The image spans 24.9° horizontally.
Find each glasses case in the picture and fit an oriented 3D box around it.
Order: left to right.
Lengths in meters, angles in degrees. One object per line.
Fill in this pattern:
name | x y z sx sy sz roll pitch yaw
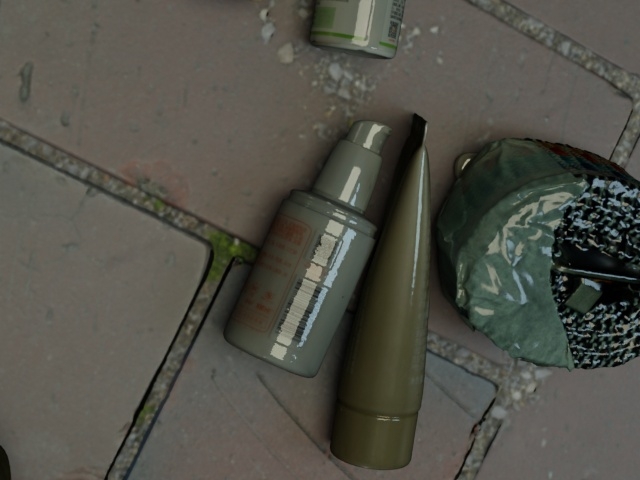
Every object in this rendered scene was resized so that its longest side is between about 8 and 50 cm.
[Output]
glasses case | 0.176 -0.073 1.469 0.083 0.021 0.032 1 100 -15

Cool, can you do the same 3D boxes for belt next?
belt | 0.236 0.017 1.425 0.257 0.150 0.207 9 105 -19

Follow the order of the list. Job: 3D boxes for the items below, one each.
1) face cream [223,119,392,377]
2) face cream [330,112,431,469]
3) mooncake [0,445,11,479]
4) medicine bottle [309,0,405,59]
face cream | 0.000 0.000 1.389 0.101 0.101 0.252 25 88 -16
face cream | 0.073 0.049 1.409 0.084 0.137 0.341 8 98 -1
mooncake | -0.408 0.257 1.274 0.290 0.161 0.290 -1 94 -13
medicine bottle | 0.045 -0.270 1.383 0.086 0.086 0.183 9 92 -16
